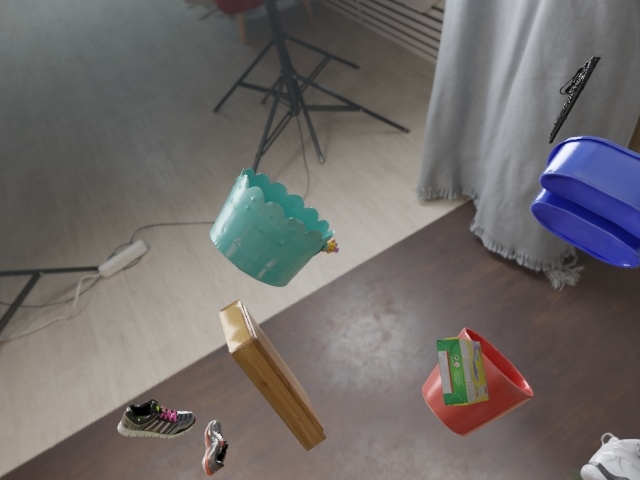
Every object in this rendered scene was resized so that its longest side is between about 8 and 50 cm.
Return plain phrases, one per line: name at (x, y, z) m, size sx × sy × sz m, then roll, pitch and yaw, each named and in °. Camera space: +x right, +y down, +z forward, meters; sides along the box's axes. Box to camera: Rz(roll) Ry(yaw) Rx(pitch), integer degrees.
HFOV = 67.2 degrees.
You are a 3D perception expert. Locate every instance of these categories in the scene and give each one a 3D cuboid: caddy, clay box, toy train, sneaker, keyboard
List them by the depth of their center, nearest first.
keyboard at (0.469, -0.272, 0.915) m, size 0.038 × 0.192 × 0.100 m, roll 29°, pitch 77°, yaw 16°
clay box at (0.305, 0.276, 1.016) m, size 0.053 × 0.222 × 0.127 m, roll -12°, pitch 70°, yaw 26°
sneaker at (-0.367, 0.401, 1.097) m, size 0.171 × 0.074 × 0.063 m, roll 6°, pitch 23°, yaw -20°
caddy at (0.673, -0.100, 1.127) m, size 0.179 × 0.241 × 0.341 m, roll -43°, pitch 59°, yaw -16°
sneaker at (-0.274, 0.557, 1.310) m, size 0.065 × 0.061 × 0.158 m, roll -27°, pitch 34°, yaw 11°
toy train at (0.000, 0.000, 1.580) m, size 0.125 × 0.166 × 0.046 m, roll 24°, pitch 81°, yaw -8°
sneaker at (1.099, 0.807, 1.614) m, size 0.366 × 0.137 × 0.210 m, roll 22°, pitch 57°, yaw 37°

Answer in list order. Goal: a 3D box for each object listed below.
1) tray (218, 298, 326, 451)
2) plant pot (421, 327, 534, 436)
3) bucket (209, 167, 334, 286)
tray at (-0.127, 0.367, 1.313) m, size 0.076 × 0.410 × 0.203 m, roll -33°, pitch 29°, yaw -5°
plant pot at (0.467, 0.451, 1.496) m, size 0.243 × 0.275 × 0.275 m, roll -50°, pitch 48°, yaw 14°
bucket at (-0.126, -0.029, 1.203) m, size 0.183 × 0.281 × 0.281 m, roll -52°, pitch 50°, yaw 12°
